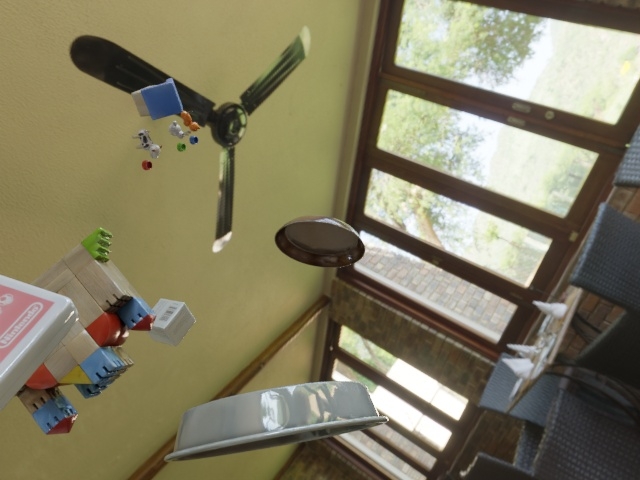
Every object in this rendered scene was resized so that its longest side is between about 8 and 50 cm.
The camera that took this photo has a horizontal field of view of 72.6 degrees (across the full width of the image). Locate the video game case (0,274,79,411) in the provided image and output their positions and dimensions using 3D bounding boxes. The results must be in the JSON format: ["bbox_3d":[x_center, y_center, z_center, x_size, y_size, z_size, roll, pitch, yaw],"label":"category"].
[{"bbox_3d":[-0.334,0.074,0.253,0.025,0.285,0.204,99,-170,-45],"label":"video game case"}]

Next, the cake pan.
[{"bbox_3d":[-0.058,0.247,0.592,0.293,0.293,0.054,58,-161,-62],"label":"cake pan"}]

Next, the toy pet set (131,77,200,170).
[{"bbox_3d":[-0.217,-0.176,0.645,0.122,0.065,0.114,-52,-42,-47],"label":"toy pet set"}]

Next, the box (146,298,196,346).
[{"bbox_3d":[-0.447,0.240,1.282,0.101,0.102,0.087,-59,-37,-40],"label":"box"}]

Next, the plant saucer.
[{"bbox_3d":[0.000,0.000,0.806,0.168,0.169,0.029,71,-156,-58],"label":"plant saucer"}]

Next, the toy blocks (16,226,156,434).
[{"bbox_3d":[-0.496,0.200,0.875,0.381,0.261,0.190,-42,-9,-9],"label":"toy blocks"}]
